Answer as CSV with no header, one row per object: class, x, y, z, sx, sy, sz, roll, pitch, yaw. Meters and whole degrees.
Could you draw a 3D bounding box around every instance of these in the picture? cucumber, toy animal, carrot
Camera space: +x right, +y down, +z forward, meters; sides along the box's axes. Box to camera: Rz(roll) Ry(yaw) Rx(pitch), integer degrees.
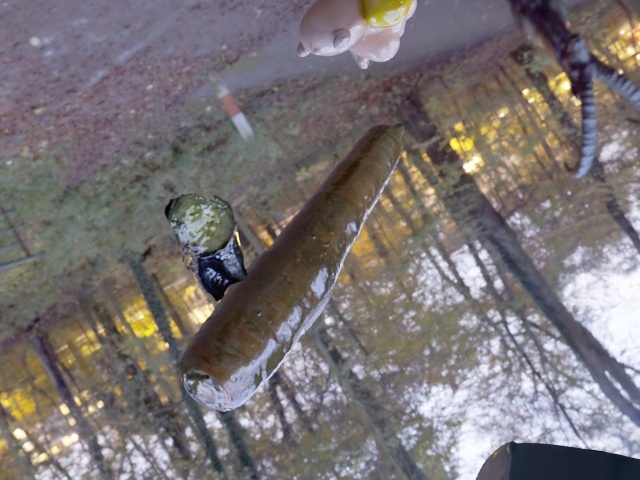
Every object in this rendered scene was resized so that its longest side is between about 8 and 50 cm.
cucumber,-0.063,0.006,0.361,0.033,0.034,0.135,-49,174,-16
toy animal,0.043,-0.188,0.565,0.091,0.082,0.114,28,-105,37
carrot,-0.001,-0.001,0.531,0.070,0.070,0.342,-28,-160,47

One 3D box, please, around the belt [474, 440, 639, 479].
belt,0.416,0.393,0.848,0.436,0.300,0.173,-4,-127,37
